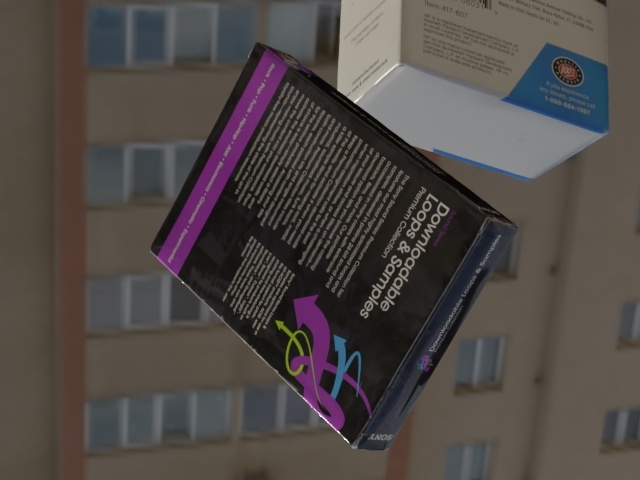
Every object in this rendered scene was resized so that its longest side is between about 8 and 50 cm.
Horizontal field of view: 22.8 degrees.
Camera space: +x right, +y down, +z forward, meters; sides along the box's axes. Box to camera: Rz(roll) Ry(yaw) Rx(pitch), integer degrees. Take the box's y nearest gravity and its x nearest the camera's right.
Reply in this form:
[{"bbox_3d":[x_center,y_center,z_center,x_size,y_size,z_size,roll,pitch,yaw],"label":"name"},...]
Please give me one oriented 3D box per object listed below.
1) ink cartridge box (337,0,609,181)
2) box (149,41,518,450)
[{"bbox_3d":[0.095,-0.158,0.980,0.148,0.086,0.203,16,-118,-23],"label":"ink cartridge box"},{"bbox_3d":[0.000,0.000,0.702,0.029,0.116,0.162,12,-157,-48],"label":"box"}]
